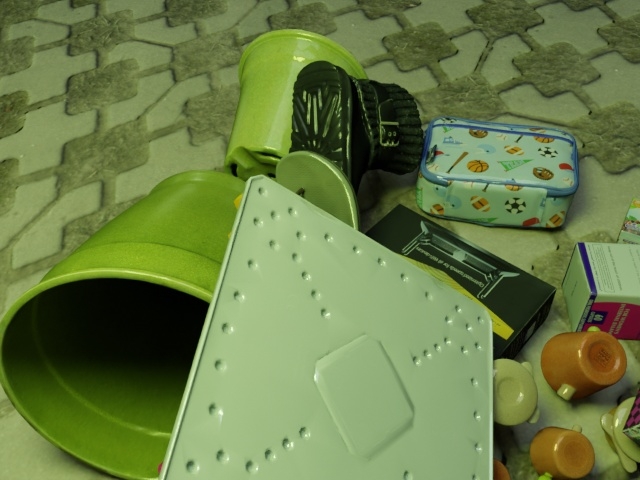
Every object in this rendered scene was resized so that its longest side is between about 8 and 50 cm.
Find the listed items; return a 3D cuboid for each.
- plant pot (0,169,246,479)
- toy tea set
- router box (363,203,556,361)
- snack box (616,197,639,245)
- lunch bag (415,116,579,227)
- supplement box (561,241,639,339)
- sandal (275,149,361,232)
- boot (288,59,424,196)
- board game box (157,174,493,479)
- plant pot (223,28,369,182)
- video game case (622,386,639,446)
[{"bbox_3d":[-0.191,0.082,0.944,0.367,0.366,0.353,3,35,5],"label":"plant pot"},{"bbox_3d":[0.296,0.245,0.922,0.336,0.124,0.200,-13,76,-15],"label":"toy tea set"},{"bbox_3d":[0.173,0.095,1.070,0.309,0.081,0.243,32,55,29],"label":"router box"},{"bbox_3d":[0.611,-0.014,1.189,0.141,0.037,0.100,21,48,22],"label":"snack box"},{"bbox_3d":[0.328,-0.141,1.279,0.303,0.115,0.243,10,44,11],"label":"lunch bag"},{"bbox_3d":[0.509,0.081,1.047,0.220,0.111,0.114,1,46,4],"label":"supplement box"},{"bbox_3d":[0.002,0.001,1.000,0.120,0.086,0.302,-24,74,28],"label":"sandal"},{"bbox_3d":[0.065,-0.124,1.170,0.131,0.348,0.260,8,2,37],"label":"boot"},{"bbox_3d":[0.035,0.171,0.727,0.390,0.050,0.390,30,50,-24],"label":"board game box"},{"bbox_3d":[-0.063,-0.210,1.284,0.276,0.276,0.254,10,58,12],"label":"plant pot"},{"bbox_3d":[0.528,0.231,0.891,0.210,0.042,0.232,39,55,4],"label":"video game case"}]
